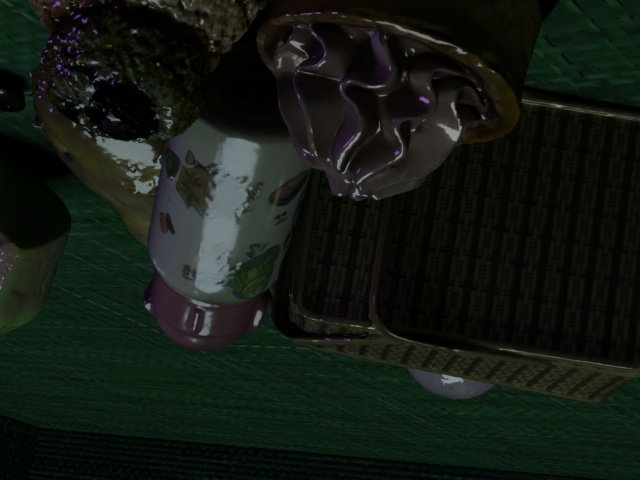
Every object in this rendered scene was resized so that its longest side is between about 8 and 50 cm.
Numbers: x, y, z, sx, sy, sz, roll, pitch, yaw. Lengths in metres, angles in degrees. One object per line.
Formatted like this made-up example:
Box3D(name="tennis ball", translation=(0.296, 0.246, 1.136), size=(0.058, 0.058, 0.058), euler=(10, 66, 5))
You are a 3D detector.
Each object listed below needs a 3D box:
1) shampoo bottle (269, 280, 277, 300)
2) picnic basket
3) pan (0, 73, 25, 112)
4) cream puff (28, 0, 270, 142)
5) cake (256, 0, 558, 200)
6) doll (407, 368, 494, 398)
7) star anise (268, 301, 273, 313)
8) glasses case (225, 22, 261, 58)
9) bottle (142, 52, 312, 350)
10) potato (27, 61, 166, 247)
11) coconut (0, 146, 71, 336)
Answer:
Box3D(name="shampoo bottle", translation=(0.000, 0.000, 1.522), size=(0.101, 0.101, 0.284), euler=(14, 164, -7))
Box3D(name="picnic basket", translation=(0.127, -0.003, 1.203), size=(0.312, 0.228, 0.175), euler=(11, 165, 2))
Box3D(name="pan", translation=(-0.318, -0.153, 1.364), size=(0.068, 0.023, 0.115), euler=(11, 166, 4))
Box3D(name="cream puff", translation=(-0.132, -0.148, 1.003), size=(0.183, 0.169, 0.183), euler=(12, 163, 4))
Box3D(name="cake", translation=(0.055, -0.112, 0.988), size=(0.207, 0.178, 0.185), euler=(6, 162, 9))
Box3D(name="doll", translation=(0.150, 0.084, 1.662), size=(0.151, 0.151, 0.287), euler=(7, 156, 16))
Box3D(name="star anise", translation=(-0.096, 0.043, 1.722), size=(0.212, 0.073, 0.197), euler=(11, -170, 0))
Box3D(name="glasses case", translation=(-0.077, -0.159, 1.155), size=(0.169, 0.041, 0.065), euler=(15, 151, -11))
Box3D(name="bottle", translation=(-0.077, -0.019, 1.159), size=(0.120, 0.120, 0.253), euler=(13, 128, -4))
Box3D(name="potato", translation=(-0.134, -0.080, 1.280), size=(0.191, 0.141, 0.296), euler=(-5, 151, 38))
Box3D(name="coconut", translation=(-0.390, -0.006, 1.594), size=(0.204, 0.236, 0.236), euler=(-5, 179, -44))
